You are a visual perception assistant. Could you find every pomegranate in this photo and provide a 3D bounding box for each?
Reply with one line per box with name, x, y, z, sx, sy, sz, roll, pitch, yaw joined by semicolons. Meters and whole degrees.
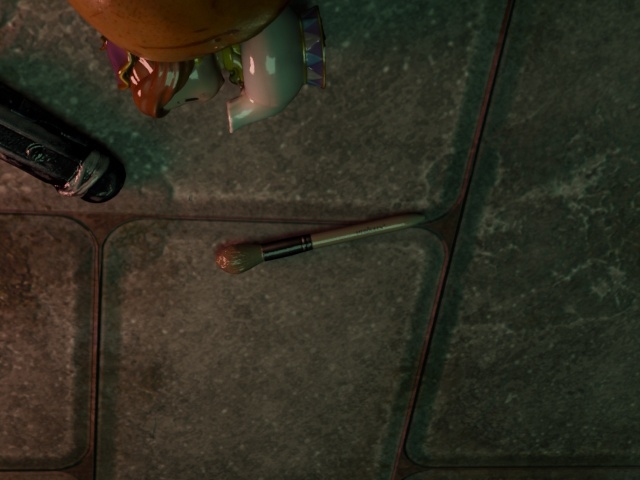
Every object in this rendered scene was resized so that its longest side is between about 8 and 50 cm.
pomegranate;-0.149;-0.349;1.213;0.319;0.319;0.319;-5;127;-6

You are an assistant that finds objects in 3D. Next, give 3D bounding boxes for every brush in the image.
brush;0.000;0.000;1.653;0.299;0.039;0.042;-12;131;-4

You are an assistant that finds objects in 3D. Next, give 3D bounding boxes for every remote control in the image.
remote control;-0.360;-0.118;1.479;0.266;0.066;0.090;32;119;-28

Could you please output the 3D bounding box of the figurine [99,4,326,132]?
figurine;-0.128;-0.221;1.400;0.263;0.142;0.189;-4;95;-5
